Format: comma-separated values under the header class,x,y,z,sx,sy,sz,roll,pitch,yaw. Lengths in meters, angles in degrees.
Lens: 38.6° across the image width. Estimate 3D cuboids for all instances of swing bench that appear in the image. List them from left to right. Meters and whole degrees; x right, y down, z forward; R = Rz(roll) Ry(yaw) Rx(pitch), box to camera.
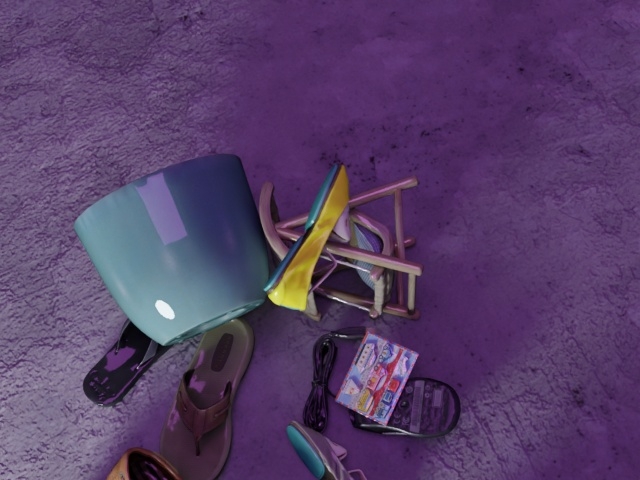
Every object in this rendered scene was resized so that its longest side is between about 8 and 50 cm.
class,x,y,z,sx,sy,sz,roll,pitch,yaw
swing bench,0.036,0.024,1.503,0.254,0.253,0.165,-3,68,4

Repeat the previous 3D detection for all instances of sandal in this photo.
class,x,y,z,sx,sy,sz,roll,pitch,yaw
sandal,-0.311,0.174,1.578,0.097,0.054,0.255,28,72,15
sandal,-0.194,0.259,1.516,0.120,0.086,0.303,10,69,9

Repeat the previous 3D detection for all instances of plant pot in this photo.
class,x,y,z,sx,sy,sz,roll,pitch,yaw
plant pot,-0.216,0.029,1.485,0.293,0.293,0.235,-25,82,-5

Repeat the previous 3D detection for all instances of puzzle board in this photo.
class,x,y,z,sx,sy,sz,roll,pitch,yaw
puzzle board,0.091,0.223,1.488,0.096,0.011,0.128,22,80,22

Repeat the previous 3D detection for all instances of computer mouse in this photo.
class,x,y,z,sx,sy,sz,roll,pitch,yaw
computer mouse,0.105,0.235,1.519,0.262,0.060,0.184,-2,71,16

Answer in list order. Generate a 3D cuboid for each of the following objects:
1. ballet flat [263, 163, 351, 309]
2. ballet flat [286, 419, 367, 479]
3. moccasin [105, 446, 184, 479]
class,x,y,z,sx,sy,sz,roll,pitch,yaw
ballet flat,0.000,0.000,1.348,0.077,0.077,0.231,30,75,-7
ballet flat,0.026,0.371,1.470,0.068,0.072,0.213,-25,68,-29
moccasin,-0.179,0.470,1.381,0.139,0.147,0.380,-25,68,-36
